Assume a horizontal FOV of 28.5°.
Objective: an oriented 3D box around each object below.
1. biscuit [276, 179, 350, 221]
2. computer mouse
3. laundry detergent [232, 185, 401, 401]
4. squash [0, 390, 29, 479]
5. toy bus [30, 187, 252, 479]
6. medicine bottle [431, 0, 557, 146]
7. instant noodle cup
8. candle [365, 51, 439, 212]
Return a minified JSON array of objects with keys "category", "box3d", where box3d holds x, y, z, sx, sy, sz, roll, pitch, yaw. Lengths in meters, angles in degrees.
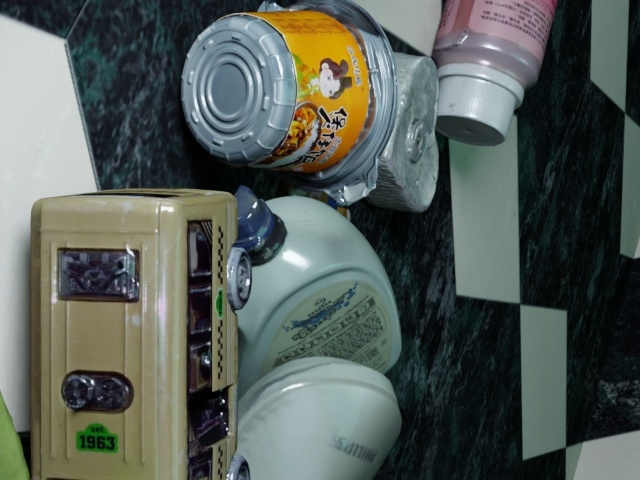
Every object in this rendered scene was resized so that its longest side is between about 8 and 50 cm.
[{"category":"biscuit","box3d":[0.001,0.000,1.371,0.138,0.031,0.205,-51,144,-48]},{"category":"computer mouse","box3d":[-0.047,0.248,1.135,0.197,0.095,0.331,25,101,-44]},{"category":"laundry detergent","box3d":[-0.047,0.057,1.121,0.105,0.214,0.280,62,1,36]},{"category":"squash","box3d":[-0.240,0.164,0.802,0.118,0.118,0.371,-57,151,-41]},{"category":"toy bus","box3d":[-0.135,0.106,0.926,0.157,0.139,0.290,-9,101,-75]},{"category":"medicine bottle","box3d":[0.217,-0.252,1.612,0.147,0.147,0.247,40,63,-63]},{"category":"instant noodle cup","box3d":[-0.038,-0.129,1.086,0.125,0.208,0.177,-6,143,-51]},{"category":"candle","box3d":[0.083,-0.119,1.458,0.168,0.068,0.192,-34,126,-57]}]
